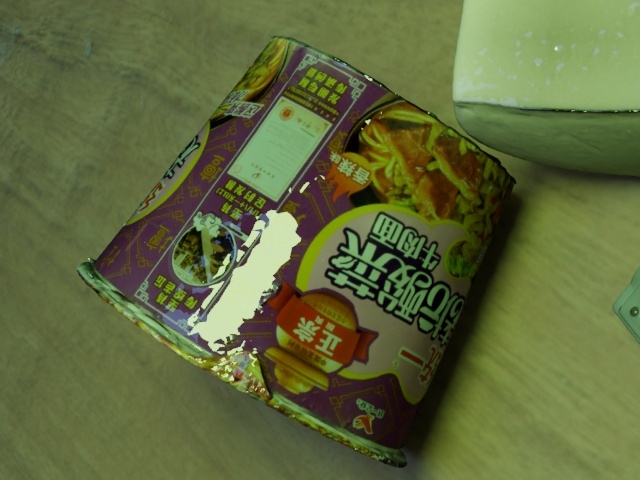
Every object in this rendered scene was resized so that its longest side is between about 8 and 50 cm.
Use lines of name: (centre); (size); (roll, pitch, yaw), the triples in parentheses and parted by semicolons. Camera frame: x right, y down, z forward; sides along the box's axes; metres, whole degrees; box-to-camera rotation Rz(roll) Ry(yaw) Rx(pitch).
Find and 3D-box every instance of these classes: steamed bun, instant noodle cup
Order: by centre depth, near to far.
steamed bun: (0.232, -0.132, 1.070); (0.242, 0.164, 0.146); (4, 77, 29)
instant noodle cup: (0.000, 0.000, 1.187); (0.340, 0.340, 0.266); (32, 91, 49)

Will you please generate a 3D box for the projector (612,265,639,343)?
projector: (0.301, 0.038, 1.018); (0.147, 0.061, 0.115); (-51, 43, 21)
